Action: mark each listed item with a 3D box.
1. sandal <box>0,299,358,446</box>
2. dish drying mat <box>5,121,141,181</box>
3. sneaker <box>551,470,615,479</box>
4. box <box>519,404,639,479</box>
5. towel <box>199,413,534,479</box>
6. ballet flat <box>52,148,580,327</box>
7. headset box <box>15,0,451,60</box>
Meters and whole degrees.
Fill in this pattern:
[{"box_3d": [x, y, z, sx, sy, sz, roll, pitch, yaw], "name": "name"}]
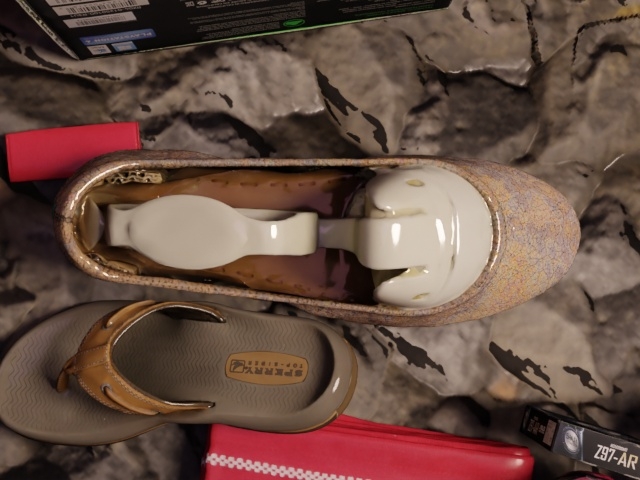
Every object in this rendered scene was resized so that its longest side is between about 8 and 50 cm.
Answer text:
[{"box_3d": [-0.090, 0.073, 0.543, 0.219, 0.060, 0.090, 1, 70, 15], "name": "sandal"}, {"box_3d": [-0.154, -0.055, 0.598, 0.083, 0.008, 0.032, -5, 87, -2], "name": "dish drying mat"}, {"box_3d": [0.190, 0.271, 0.524, 0.120, 0.112, 0.299, -16, 98, 29], "name": "sneaker"}, {"box_3d": [0.156, 0.116, 0.545, 0.067, 0.083, 0.018, 17, 86, 2], "name": "box"}, {"box_3d": [0.014, 0.241, 0.562, 0.198, 0.031, 0.275, 8, 86, 1], "name": "towel"}, {"box_3d": [0.000, 0.000, 0.543, 0.316, 0.106, 0.108, 0, 92, 0], "name": "ballet flat"}, {"box_3d": [-0.057, -0.273, 0.554, 0.246, 0.131, 0.283, -9, 85, 0], "name": "headset box"}]
